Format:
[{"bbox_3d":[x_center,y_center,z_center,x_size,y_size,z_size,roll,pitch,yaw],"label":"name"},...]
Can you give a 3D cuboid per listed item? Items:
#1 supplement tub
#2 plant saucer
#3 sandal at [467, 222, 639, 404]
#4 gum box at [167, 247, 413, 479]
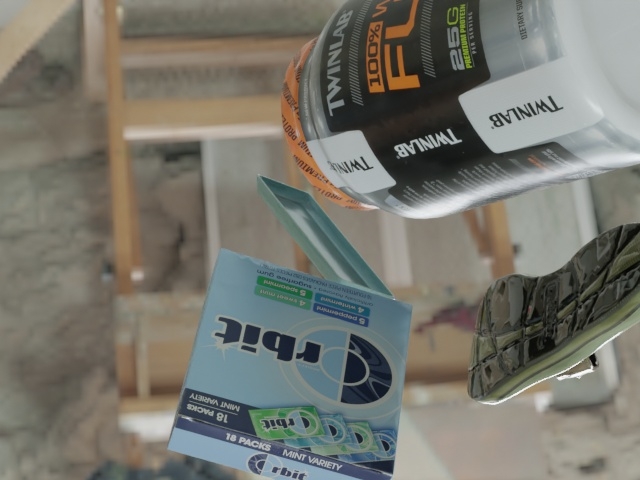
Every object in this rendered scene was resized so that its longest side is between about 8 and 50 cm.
[{"bbox_3d":[0.125,-0.125,1.329,0.194,0.193,0.316,15,160,-38],"label":"supplement tub"},{"bbox_3d":[0.000,0.000,1.594,0.067,0.192,0.018,20,109,-36],"label":"plant saucer"},{"bbox_3d":[0.220,0.078,1.528,0.086,0.120,0.303,22,153,-22],"label":"sandal"},{"bbox_3d":[-0.018,0.098,1.285,0.157,0.184,0.041,17,128,-6],"label":"gum box"}]
